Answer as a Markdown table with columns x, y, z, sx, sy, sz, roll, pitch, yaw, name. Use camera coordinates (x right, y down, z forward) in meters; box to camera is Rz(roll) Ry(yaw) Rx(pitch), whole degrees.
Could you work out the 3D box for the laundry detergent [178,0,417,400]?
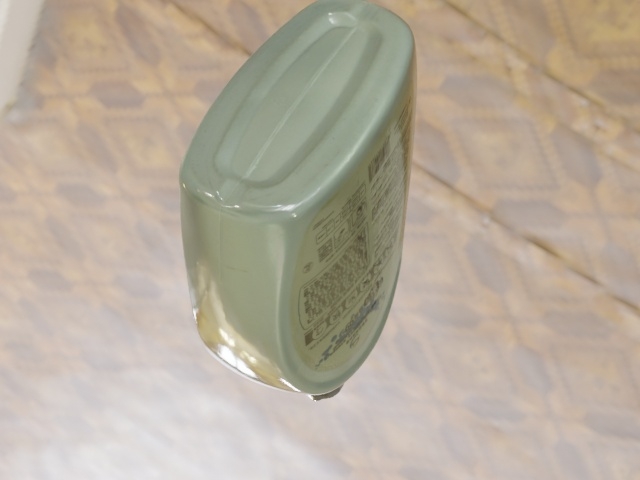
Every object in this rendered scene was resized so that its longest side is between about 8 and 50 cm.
| x | y | z | sx | sy | sz | roll | pitch | yaw | name |
| --- | --- | --- | --- | --- | --- | --- | --- | --- | --- |
| 0.000 | 0.000 | 1.068 | 0.105 | 0.215 | 0.280 | 20 | 148 | 21 | laundry detergent |
